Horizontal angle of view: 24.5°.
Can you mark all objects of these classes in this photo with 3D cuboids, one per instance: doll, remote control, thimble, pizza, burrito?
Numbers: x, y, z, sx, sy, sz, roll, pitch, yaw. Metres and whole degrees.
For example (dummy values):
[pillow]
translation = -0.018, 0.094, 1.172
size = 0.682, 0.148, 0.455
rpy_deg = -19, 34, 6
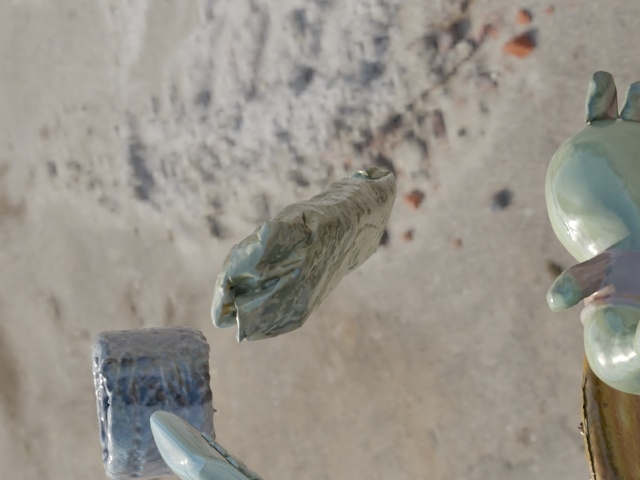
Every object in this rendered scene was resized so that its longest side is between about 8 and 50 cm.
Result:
[doll]
translation = 0.232, 0.005, 1.097
size = 0.113, 0.155, 0.275
rpy_deg = 127, 144, -46
[remote control]
translation = -0.077, 0.274, 1.592
size = 0.103, 0.051, 0.293
rpy_deg = 35, 175, 46
[thimble]
translation = -0.233, 0.222, 2.067
size = 0.245, 0.157, 0.217
rpy_deg = 115, 147, -69
[pizza]
translation = 0.268, 0.204, 1.222
size = 0.053, 0.193, 0.201
rpy_deg = -27, 50, 30
[burrito]
translation = 0.000, 0.000, 0.981
size = 0.059, 0.275, 0.082
rpy_deg = 33, 108, 8
